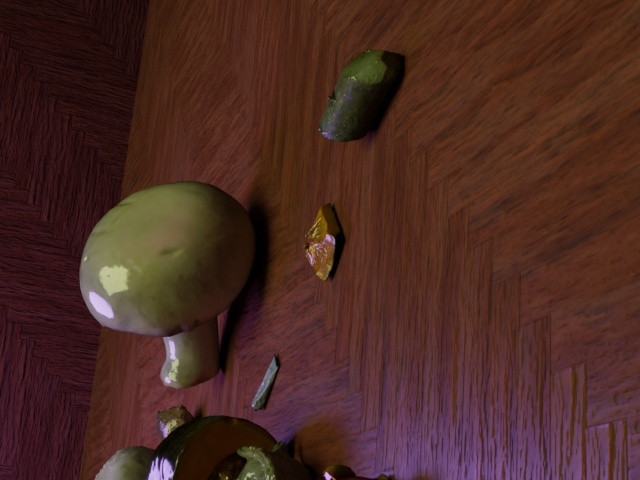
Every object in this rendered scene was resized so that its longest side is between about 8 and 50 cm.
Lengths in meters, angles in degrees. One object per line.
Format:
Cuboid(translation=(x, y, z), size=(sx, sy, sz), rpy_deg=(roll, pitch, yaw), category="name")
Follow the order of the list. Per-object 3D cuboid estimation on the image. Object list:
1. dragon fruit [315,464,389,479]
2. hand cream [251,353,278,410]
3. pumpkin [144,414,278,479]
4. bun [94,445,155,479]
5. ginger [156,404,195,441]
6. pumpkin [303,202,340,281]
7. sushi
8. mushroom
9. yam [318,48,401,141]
Cuboid(translation=(-0.001, 0.324, 1.092), size=(0.150, 0.208, 0.133), rpy_deg=(55, 169, 4), category="dragon fruit")
Cuboid(translation=(-0.080, 0.216, 1.583), size=(0.093, 0.019, 0.030), rpy_deg=(-65, 20, 19), category="hand cream")
Cuboid(translation=(-0.168, 0.390, 1.409), size=(0.139, 0.222, 0.317), rpy_deg=(156, 124, -69), category="pumpkin")
Cuboid(translation=(-0.315, 0.541, 1.794), size=(0.359, 0.211, 0.359), rpy_deg=(-55, 21, 33), category="bun")
Cuboid(translation=(-0.254, 0.365, 1.941), size=(0.165, 0.067, 0.096), rpy_deg=(54, 126, 47), category="ginger")
Cuboid(translation=(0.000, 0.000, 1.433), size=(0.101, 0.035, 0.073), rpy_deg=(-108, 37, -60), category="pumpkin")
Cuboid(translation=(-0.048, 0.348, 1.283), size=(0.109, 0.134, 0.273), rpy_deg=(-35, 26, 43), category="sushi")
Cuboid(translation=(-0.271, 0.062, 1.793), size=(0.356, 0.315, 0.315), rpy_deg=(-68, 18, 0), category="mushroom")
Cuboid(translation=(0.047, -0.185, 1.345), size=(0.069, 0.070, 0.146), rpy_deg=(-97, 24, -43), category="yam")
